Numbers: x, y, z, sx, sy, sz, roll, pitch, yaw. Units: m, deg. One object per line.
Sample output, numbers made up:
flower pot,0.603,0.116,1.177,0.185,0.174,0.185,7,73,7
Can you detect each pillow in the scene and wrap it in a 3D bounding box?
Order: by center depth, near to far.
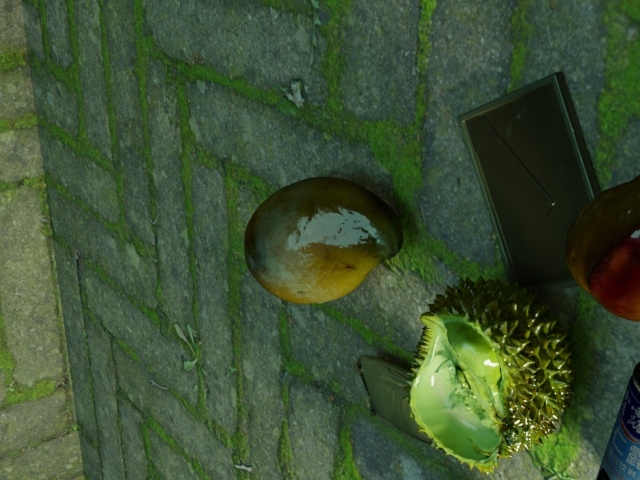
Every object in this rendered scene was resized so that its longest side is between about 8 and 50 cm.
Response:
pillow,0.133,0.246,1.477,0.208,0.053,0.119,17,122,52

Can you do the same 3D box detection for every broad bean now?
broad bean,0.349,0.006,0.988,0.156,0.122,0.228,47,154,-7

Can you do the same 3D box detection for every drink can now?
drink can,0.369,0.251,1.095,0.097,0.097,0.235,39,134,40

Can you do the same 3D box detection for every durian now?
durian,0.214,0.160,1.205,0.200,0.176,0.237,29,126,49

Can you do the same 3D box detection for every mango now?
mango,0.000,0.000,1.481,0.316,0.146,0.192,-15,100,51

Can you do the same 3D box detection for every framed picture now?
framed picture,0.263,-0.059,1.178,0.184,0.016,0.250,-20,87,57
